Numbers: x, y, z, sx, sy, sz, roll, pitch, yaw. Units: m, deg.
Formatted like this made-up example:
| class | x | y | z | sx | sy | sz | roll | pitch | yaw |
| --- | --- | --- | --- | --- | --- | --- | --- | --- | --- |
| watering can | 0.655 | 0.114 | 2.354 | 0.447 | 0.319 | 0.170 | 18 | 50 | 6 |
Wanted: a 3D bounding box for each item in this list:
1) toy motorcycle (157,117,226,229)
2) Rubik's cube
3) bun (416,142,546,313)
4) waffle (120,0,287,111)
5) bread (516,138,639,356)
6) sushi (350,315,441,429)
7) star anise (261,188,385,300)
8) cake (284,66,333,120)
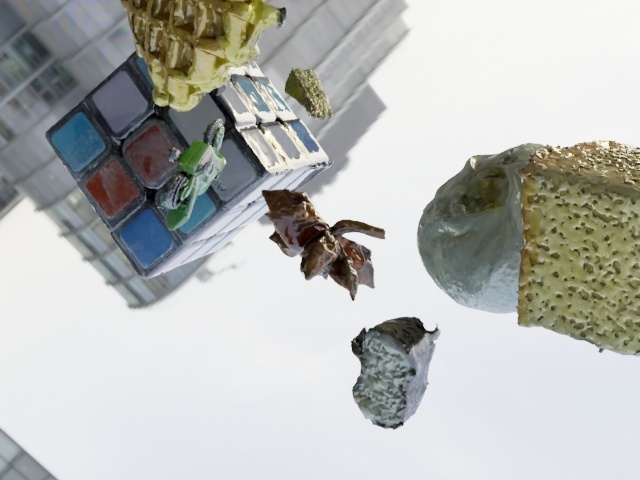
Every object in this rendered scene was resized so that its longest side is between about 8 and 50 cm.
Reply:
| class | x | y | z | sx | sy | sz | roll | pitch | yaw |
| --- | --- | --- | --- | --- | --- | --- | --- | --- | --- |
| toy motorcycle | -0.204 | -0.112 | 1.658 | 0.106 | 0.074 | 0.190 | 97 | 17 | -54 |
| Rubik's cube | -0.252 | -0.180 | 2.000 | 0.363 | 0.359 | 0.362 | -35 | 178 | 21 |
| bun | 0.346 | -0.037 | 1.899 | 0.361 | 0.211 | 0.362 | -23 | -145 | 17 |
| waffle | -0.192 | -0.399 | 1.477 | 0.095 | 0.380 | 0.382 | -7 | 160 | -37 |
| bread | 0.431 | 0.002 | 1.445 | 0.248 | 0.279 | 0.315 | 14 | -170 | 42 |
| sushi | 0.128 | 0.232 | 1.860 | 0.147 | 0.213 | 0.115 | 18 | -148 | 26 |
| star anise | -0.006 | 0.001 | 1.441 | 0.196 | 0.212 | 0.111 | 28 | -84 | 30 |
| cake | -0.015 | -0.252 | 1.755 | 0.140 | 0.051 | 0.055 | 51 | -51 | 53 |
